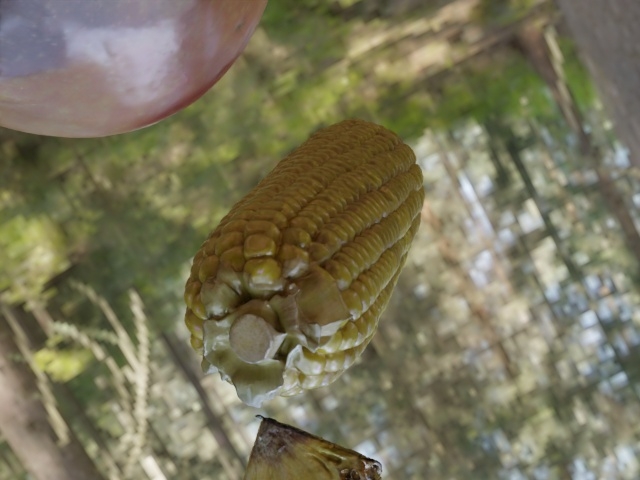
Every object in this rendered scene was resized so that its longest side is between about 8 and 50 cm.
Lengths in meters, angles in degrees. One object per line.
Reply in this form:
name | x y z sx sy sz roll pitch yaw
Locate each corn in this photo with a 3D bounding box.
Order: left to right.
corn | 0.000 0.000 1.292 0.144 0.144 0.387 -21 -164 22

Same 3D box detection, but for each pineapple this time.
pineapple | -0.025 0.189 1.329 0.137 0.116 0.069 -27 174 -11

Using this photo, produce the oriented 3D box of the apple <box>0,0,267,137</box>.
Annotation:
apple | -0.123 -0.162 0.858 0.230 0.230 0.230 -25 -159 10
